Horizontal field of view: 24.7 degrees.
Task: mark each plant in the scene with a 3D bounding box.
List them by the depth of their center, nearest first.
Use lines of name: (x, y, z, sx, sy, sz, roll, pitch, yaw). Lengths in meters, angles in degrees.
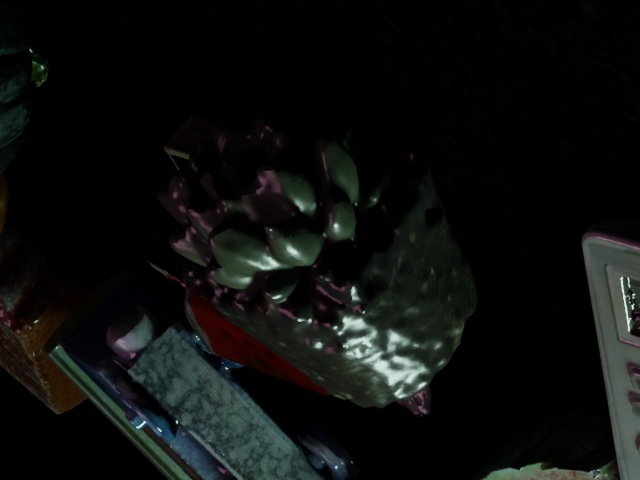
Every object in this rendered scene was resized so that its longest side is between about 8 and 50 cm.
plant: (0.000, 0.000, 0.838, 0.129, 0.132, 0.194, 10, 149, 46)

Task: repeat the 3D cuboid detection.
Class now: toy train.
toy train: (-0.100, 0.158, 1.325, 0.299, 0.131, 0.202, 51, 163, -26)

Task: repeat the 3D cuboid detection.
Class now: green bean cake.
green bean cake: (-0.296, 0.075, 1.504, 0.198, 0.097, 0.232, 40, 159, 3)

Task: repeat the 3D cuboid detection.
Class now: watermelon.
watermelon: (0.178, 0.167, 0.971, 0.139, 0.071, 0.187, 35, 151, -8)

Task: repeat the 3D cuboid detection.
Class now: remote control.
remote control: (0.216, 0.098, 0.792, 0.109, 0.055, 0.313, 18, 146, 31)

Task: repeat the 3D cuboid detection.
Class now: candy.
candy: (-0.031, 0.067, 1.113, 0.292, 0.059, 0.086, 17, 148, 42)

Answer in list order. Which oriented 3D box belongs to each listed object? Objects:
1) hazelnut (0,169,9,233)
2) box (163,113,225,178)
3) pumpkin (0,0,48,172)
hazelnut: (-0.358, -0.054, 1.281, 0.182, 0.182, 0.182, 33, 158, 16)
box: (-0.053, -0.037, 0.972, 0.079, 0.035, 0.083, 19, 150, 42)
pumpkin: (-0.278, -0.122, 1.016, 0.194, 0.150, 0.194, 24, 146, 18)
